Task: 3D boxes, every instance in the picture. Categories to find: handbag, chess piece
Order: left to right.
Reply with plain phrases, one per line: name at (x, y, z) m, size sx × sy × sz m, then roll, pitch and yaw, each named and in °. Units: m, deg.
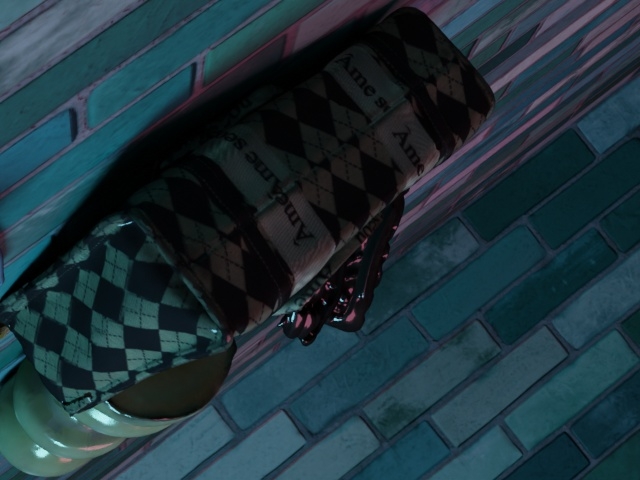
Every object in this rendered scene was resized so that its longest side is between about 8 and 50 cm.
chess piece at (-0.239, 0.153, 1.849) m, size 0.182 × 0.182 × 0.330 m, roll -33°, pitch 176°, yaw -38°
handbag at (-0.068, -0.019, 1.637) m, size 0.416 × 0.180 × 0.317 m, roll -39°, pitch -177°, yaw -39°

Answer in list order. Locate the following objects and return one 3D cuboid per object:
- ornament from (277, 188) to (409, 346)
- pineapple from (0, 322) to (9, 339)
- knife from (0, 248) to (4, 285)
ornament at (0.000, 0.000, 2.012) m, size 0.260 × 0.106 × 0.251 m, roll -13°, pitch 121°, yaw -72°
pineapple at (-0.306, 0.088, 1.630) m, size 0.045 × 0.019 × 0.083 m, roll -42°, pitch 176°, yaw 5°
knife at (-0.260, -0.002, 1.318) m, size 0.044 × 0.019 × 0.313 m, roll -34°, pitch 170°, yaw -14°
